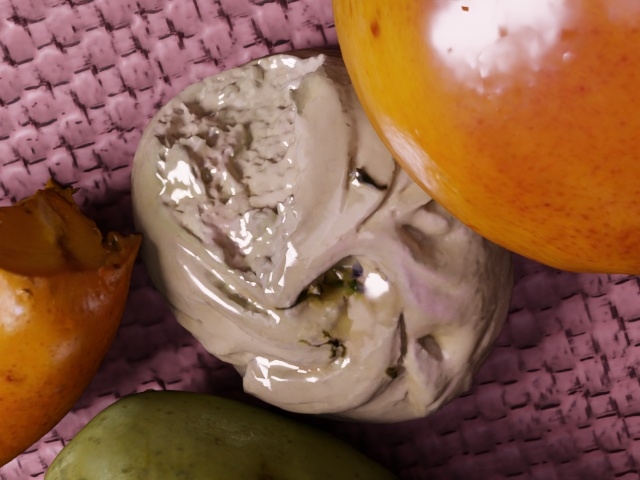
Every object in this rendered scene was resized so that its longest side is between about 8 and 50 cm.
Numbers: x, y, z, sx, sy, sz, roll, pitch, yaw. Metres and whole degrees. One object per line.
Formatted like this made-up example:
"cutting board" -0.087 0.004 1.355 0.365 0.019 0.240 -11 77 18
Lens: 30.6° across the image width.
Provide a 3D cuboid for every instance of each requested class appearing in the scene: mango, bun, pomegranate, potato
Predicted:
"mango" -0.211 0.059 0.677 0.252 0.126 0.153 -39 70 37
"bun" 0.000 0.000 0.652 0.237 0.116 0.210 32 106 -2
"pomegranate" 0.128 -0.115 0.507 0.264 0.264 0.264 2 104 8
"potato" -0.021 0.209 0.663 0.304 0.216 0.216 46 106 3
